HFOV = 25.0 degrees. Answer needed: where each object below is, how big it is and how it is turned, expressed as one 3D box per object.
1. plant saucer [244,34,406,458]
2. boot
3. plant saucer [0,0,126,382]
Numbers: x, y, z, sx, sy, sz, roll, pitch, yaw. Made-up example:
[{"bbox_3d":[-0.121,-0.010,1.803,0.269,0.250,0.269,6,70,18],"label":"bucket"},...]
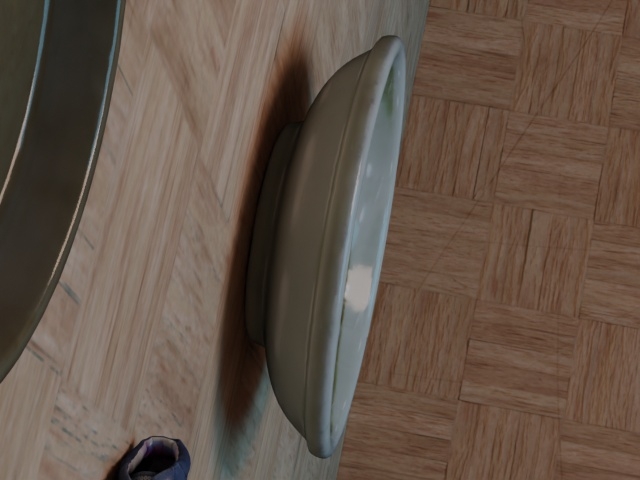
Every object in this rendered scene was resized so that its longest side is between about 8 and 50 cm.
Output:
[{"bbox_3d":[0.000,0.000,1.364,0.400,0.100,0.400,10,90,-84],"label":"plant saucer"},{"bbox_3d":[-0.114,0.187,0.872,0.190,0.069,0.086,-87,178,-77],"label":"boot"},{"bbox_3d":[-0.120,-0.075,0.488,0.278,0.041,0.278,10,90,-83],"label":"plant saucer"}]
